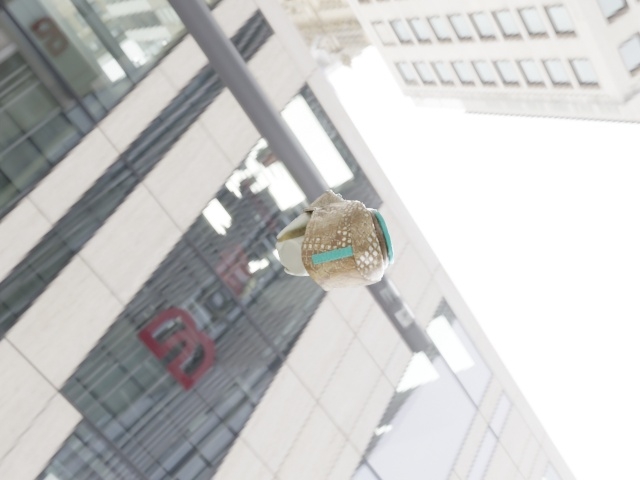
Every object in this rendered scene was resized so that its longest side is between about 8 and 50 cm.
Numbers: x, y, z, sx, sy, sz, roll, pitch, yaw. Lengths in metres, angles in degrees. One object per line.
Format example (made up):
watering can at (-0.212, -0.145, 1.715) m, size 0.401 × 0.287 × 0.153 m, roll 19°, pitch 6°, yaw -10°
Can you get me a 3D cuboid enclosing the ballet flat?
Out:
ballet flat at (0.000, 0.000, 0.647) m, size 0.067 × 0.073 × 0.206 m, roll -14°, pitch -179°, yaw -7°
